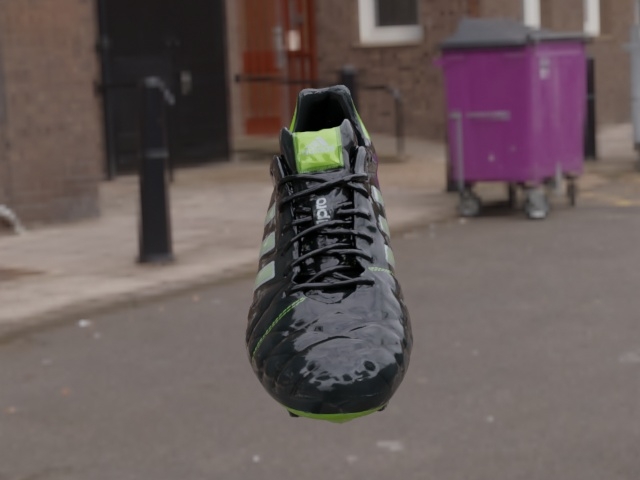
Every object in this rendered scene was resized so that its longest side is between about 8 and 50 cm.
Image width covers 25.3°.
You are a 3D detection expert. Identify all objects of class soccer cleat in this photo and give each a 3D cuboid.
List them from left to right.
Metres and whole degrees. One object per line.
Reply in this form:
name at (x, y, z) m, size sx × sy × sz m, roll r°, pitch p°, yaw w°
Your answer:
soccer cleat at (0.000, 0.000, 0.533) m, size 0.060 × 0.072 × 0.179 m, roll -5°, pitch 29°, yaw 1°
